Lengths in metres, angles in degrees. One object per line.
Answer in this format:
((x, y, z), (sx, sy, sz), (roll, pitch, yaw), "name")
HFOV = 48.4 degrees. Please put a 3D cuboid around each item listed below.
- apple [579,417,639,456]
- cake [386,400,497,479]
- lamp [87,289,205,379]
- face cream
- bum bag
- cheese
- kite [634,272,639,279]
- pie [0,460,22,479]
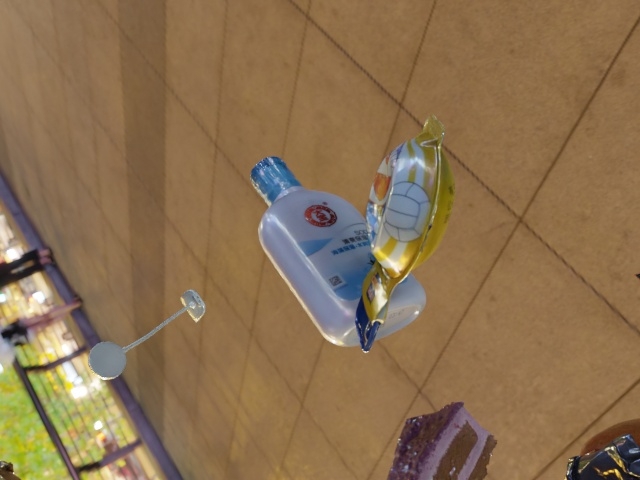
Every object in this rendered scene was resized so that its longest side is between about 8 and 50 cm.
((0.662, 0.479, 1.375), (0.288, 0.288, 0.317), (59, 161, 10), "apple")
((0.134, 0.352, 0.974), (0.112, 0.295, 0.116), (-21, 108, 40), "cake")
((-0.244, 0.135, 1.003), (0.050, 0.198, 0.056), (54, 138, 3), "lamp")
((0.000, 0.000, 1.013), (0.337, 0.162, 0.080), (53, 146, 36), "face cream")
((0.491, 0.403, 1.244), (0.198, 0.049, 0.087), (126, 153, -47), "bum bag")
((0.086, -0.004, 0.786), (0.177, 0.069, 0.271), (-102, 26, -65), "cheese")
((0.609, 0.062, 1.156), (0.189, 0.010, 0.159), (-14, 70, 40), "kite")
((-0.356, 0.166, 0.540), (0.257, 0.106, 0.274), (27, 155, -8), "pie")
